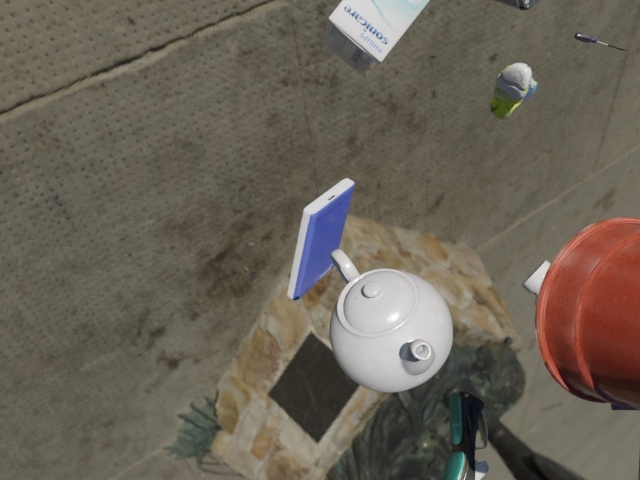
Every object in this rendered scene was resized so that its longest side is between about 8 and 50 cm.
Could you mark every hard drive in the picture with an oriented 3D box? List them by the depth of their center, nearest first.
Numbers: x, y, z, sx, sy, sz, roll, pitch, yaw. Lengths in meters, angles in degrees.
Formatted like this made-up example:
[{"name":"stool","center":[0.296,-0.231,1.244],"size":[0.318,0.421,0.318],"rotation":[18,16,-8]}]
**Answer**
[{"name":"hard drive","center":[0.000,0.000,1.796],"size":[0.210,0.040,0.319],"rotation":[-40,152,-43]}]

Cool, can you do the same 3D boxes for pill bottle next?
[{"name":"pill bottle","center":[0.569,0.140,1.484],"size":[0.112,0.186,0.112],"rotation":[-43,167,-12]}]

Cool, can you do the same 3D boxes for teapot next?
[{"name":"teapot","center":[0.116,0.140,1.183],"size":[0.187,0.255,0.253],"rotation":[62,37,-41]}]

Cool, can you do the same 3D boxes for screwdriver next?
[{"name":"screwdriver","center":[0.868,-0.613,1.966],"size":[0.169,0.025,0.024],"rotation":[13,132,-6]}]

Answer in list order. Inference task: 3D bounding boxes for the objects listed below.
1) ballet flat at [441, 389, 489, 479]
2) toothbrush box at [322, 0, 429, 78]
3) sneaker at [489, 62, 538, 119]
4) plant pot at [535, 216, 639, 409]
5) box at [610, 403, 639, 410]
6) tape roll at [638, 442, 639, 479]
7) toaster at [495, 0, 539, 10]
[{"name":"ballet flat","center":[0.342,0.489,1.467],"size":[0.096,0.281,0.095],"rotation":[16,157,-9]},{"name":"toothbrush box","center":[0.143,-0.468,1.188],"size":[0.296,0.126,0.216],"rotation":[-52,-173,4]},{"name":"sneaker","center":[0.538,-0.429,1.720],"size":[0.126,0.091,0.240],"rotation":[-40,170,-12]},{"name":"plant pot","center":[0.460,0.115,0.786],"size":[0.272,0.265,0.273],"rotation":[-2,96,-15]},{"name":"box","center":[0.793,0.308,1.573],"size":[0.153,0.207,0.108],"rotation":[-5,139,22]},{"name":"tape roll","center":[0.522,0.304,0.831],"size":[0.188,0.189,0.080],"rotation":[-7,99,-39]},{"name":"toaster","center":[0.485,-0.703,1.606],"size":[0.129,0.146,0.227],"rotation":[-42,134,-15]}]
